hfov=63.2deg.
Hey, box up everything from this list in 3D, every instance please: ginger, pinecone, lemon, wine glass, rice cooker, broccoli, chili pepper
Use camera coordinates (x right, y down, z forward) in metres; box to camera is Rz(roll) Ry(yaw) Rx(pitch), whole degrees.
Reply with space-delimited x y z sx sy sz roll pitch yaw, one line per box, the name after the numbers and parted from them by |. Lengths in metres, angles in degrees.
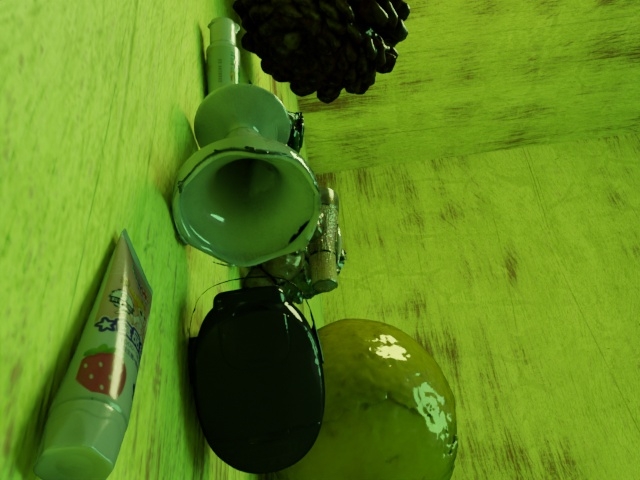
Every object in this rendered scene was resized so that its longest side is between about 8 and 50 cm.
-0.062 0.026 0.878 0.204 0.080 0.104 -58 -153 4 | ginger
0.019 -0.520 1.182 0.398 0.398 0.397 -7 90 -87 | pinecone
0.065 0.309 0.926 0.387 0.350 0.349 -99 -179 -71 | lemon
-0.086 -0.087 0.621 0.196 0.165 0.164 -99 180 -49 | wine glass
-0.068 0.141 0.566 0.118 0.142 0.202 133 -49 -77 | rice cooker
-0.087 0.002 1.024 0.274 0.177 0.198 55 43 -6 | broccoli
-0.106 -0.270 1.341 0.264 0.116 0.148 -81 175 -79 | chili pepper

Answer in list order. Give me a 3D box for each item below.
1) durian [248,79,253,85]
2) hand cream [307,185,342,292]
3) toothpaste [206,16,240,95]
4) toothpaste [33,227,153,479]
-0.103 -0.117 0.889 0.132 0.107 0.374 89 0 -60 | durian
0.000 0.000 0.939 0.084 0.084 0.203 79 5 -56 | hand cream
-0.146 -0.181 0.780 0.058 0.056 0.314 4 79 -42 | toothpaste
-0.139 0.068 0.350 0.194 0.043 0.067 -103 -179 -57 | toothpaste
